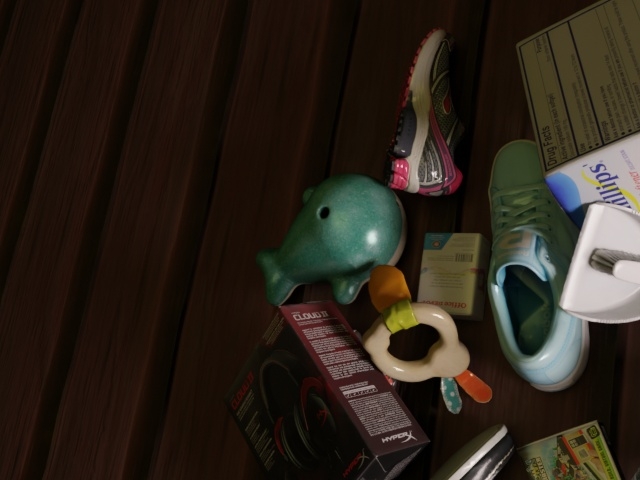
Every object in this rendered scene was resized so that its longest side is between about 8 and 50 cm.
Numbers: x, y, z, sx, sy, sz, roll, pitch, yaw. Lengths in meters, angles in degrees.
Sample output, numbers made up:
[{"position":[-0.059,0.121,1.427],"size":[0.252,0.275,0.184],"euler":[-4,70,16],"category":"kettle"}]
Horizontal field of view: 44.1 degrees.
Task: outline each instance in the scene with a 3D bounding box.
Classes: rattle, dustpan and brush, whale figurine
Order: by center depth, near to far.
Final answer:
[{"position":[0.419,0.044,0.985],"size":[0.060,0.211,0.147],"euler":[-140,63,-69],"category":"dustpan and brush"},{"position":[0.150,0.143,1.134],"size":[0.130,0.200,0.143],"euler":[-58,21,6],"category":"rattle"},{"position":[0.000,0.000,1.247],"size":[0.272,0.141,0.216],"euler":[-28,61,22],"category":"whale figurine"}]

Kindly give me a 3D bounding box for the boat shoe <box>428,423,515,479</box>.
[{"position":[0.159,0.373,1.049],"size":[0.302,0.114,0.091],"euler":[-45,80,0],"category":"boat shoe"}]

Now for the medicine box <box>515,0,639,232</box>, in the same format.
[{"position":[0.422,-0.188,1.005],"size":[0.289,0.149,0.263],"euler":[-24,44,29],"category":"medicine box"}]

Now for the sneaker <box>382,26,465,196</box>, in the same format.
[{"position":[0.176,-0.199,1.244],"size":[0.112,0.121,0.299],"euler":[14,67,-2],"category":"sneaker"}]

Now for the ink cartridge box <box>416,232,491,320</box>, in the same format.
[{"position":[0.196,0.054,1.165],"size":[0.088,0.052,0.122],"euler":[1,73,31],"category":"ink cartridge box"}]

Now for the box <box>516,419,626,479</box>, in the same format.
[{"position":[0.337,0.344,0.990],"size":[0.114,0.036,0.207],"euler":[-27,61,20],"category":"box"}]

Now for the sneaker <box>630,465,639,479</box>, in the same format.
[{"position":[0.424,0.277,0.916],"size":[0.110,0.122,0.283],"euler":[39,96,13],"category":"sneaker"}]

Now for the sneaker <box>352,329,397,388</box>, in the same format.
[{"position":[0.082,0.205,1.184],"size":[0.065,0.061,0.158],"euler":[-19,74,12],"category":"sneaker"}]

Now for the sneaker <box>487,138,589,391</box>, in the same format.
[{"position":[0.288,0.012,1.066],"size":[0.135,0.150,0.366],"euler":[-15,66,24],"category":"sneaker"}]

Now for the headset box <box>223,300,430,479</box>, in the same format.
[{"position":[-0.011,0.245,1.142],"size":[0.293,0.110,0.218],"euler":[55,128,32],"category":"headset box"}]
